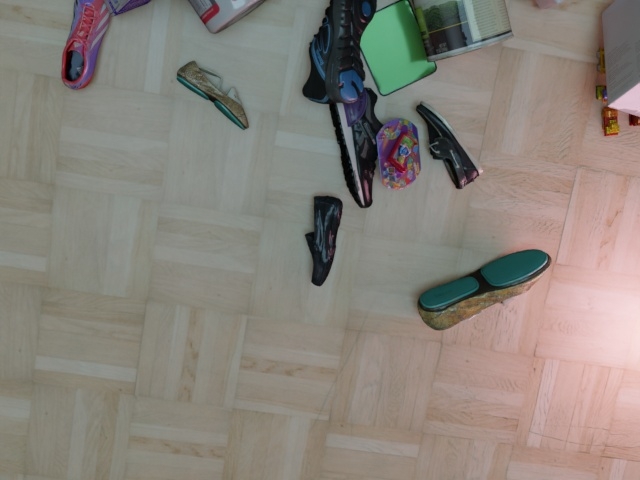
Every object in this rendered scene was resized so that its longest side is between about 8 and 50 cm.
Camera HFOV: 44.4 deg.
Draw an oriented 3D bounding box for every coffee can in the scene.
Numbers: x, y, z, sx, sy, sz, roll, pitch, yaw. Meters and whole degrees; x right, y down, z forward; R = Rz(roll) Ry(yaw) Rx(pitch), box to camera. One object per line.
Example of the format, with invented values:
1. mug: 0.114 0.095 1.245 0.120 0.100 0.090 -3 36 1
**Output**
1. coffee can: 0.300 -0.559 1.742 0.201 0.201 0.275 -17 102 -1

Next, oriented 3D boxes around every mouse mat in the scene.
1. mouse mat: 0.175 -0.456 1.854 0.152 0.007 0.190 -25 101 1

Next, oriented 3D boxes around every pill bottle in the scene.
1. pill bottle: -0.255 -0.629 1.699 0.176 0.176 0.318 -33 102 3

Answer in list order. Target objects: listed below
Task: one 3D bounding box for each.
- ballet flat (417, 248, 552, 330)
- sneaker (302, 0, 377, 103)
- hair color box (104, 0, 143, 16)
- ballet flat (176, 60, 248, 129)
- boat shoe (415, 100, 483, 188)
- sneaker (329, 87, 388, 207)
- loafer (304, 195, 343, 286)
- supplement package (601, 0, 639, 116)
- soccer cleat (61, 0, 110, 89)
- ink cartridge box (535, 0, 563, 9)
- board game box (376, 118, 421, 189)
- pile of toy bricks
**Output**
1. ballet flat: 0.410 0.128 1.944 0.348 0.123 0.123 -22 102 0
2. sneaker: 0.033 -0.475 1.775 0.125 0.139 0.341 20 78 -46
3. hair color box: -0.382 -0.606 1.611 0.110 0.339 0.185 -32 104 -29
4. ballet flat: -0.236 -0.342 1.816 0.206 0.073 0.067 38 82 -14
5. boat shoe: 0.294 -0.228 1.869 0.079 0.084 0.233 -37 105 3
6. sneaker: 0.111 -0.219 1.850 0.124 0.107 0.283 -14 102 -8
7. loafer: 0.000 0.000 1.901 0.078 0.076 0.223 11 102 8
8. supplement package: 0.772 -0.430 1.737 0.198 0.199 0.263 13 66 -17
9. soccer cleat: -0.529 -0.460 1.754 0.083 0.095 0.248 15 100 -7
10. ink cartridge box: 0.521 -0.688 1.749 0.197 0.114 0.273 -36 102 3
11. board game box: 0.197 -0.203 1.855 0.133 0.033 0.169 -18 109 -34
12. pile of toy bricks: 0.727 -0.357 1.864 0.118 0.105 0.212 -8 102 -3
